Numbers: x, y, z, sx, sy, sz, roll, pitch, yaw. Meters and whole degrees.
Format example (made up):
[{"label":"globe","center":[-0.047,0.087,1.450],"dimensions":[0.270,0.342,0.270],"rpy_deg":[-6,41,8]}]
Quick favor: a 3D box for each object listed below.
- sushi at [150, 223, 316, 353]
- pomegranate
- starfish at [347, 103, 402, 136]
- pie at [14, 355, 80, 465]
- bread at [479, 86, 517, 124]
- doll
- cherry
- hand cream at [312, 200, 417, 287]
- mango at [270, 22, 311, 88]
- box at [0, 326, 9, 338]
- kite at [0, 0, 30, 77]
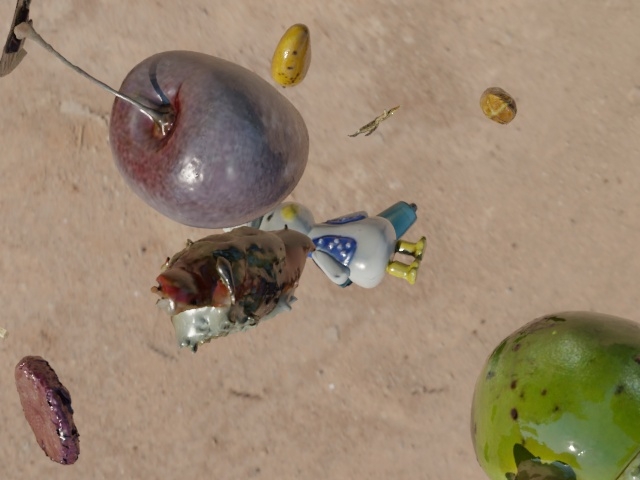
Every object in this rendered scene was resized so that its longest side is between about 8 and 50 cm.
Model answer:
[{"label":"sushi","center":[-0.084,0.039,0.972],"dimensions":[0.097,0.226,0.103],"rpy_deg":[3,96,25]},{"label":"pomegranate","center":[0.277,0.216,1.249],"dimensions":[0.341,0.260,0.260],"rpy_deg":[-39,131,-45]},{"label":"starfish","center":[0.084,-0.178,1.691],"dimensions":[0.086,0.092,0.016],"rpy_deg":[-27,81,-16]},{"label":"pie","center":[-0.354,0.220,1.453],"dimensions":[0.036,0.154,0.154],"rpy_deg":[-22,122,-31]},{"label":"bread","center":[0.250,-0.191,1.580],"dimensions":[0.052,0.157,0.044],"rpy_deg":[33,102,1]},{"label":"doll","center":[0.000,0.000,1.575],"dimensions":[0.293,0.138,0.119],"rpy_deg":[11,139,15]},{"label":"cherry","center":[-0.089,-0.084,0.753],"dimensions":[0.148,0.188,0.115],"rpy_deg":[-28,138,-33]},{"label":"hand cream","center":[0.090,-0.003,1.987],"dimensions":[0.224,0.083,0.048],"rpy_deg":[-38,161,-27]},{"label":"mango","center":[-0.042,-0.283,1.715],"dimensions":[0.057,0.079,0.114],"rpy_deg":[30,137,8]},{"label":"box","center":[-0.584,0.143,1.940],"dimensions":[0.093,0.058,0.015],"rpy_deg":[28,76,-5]},{"label":"kite","center":[-0.229,-0.224,0.914],"dimensions":[0.012,0.250,0.229],"rpy_deg":[15,143,-13]}]
